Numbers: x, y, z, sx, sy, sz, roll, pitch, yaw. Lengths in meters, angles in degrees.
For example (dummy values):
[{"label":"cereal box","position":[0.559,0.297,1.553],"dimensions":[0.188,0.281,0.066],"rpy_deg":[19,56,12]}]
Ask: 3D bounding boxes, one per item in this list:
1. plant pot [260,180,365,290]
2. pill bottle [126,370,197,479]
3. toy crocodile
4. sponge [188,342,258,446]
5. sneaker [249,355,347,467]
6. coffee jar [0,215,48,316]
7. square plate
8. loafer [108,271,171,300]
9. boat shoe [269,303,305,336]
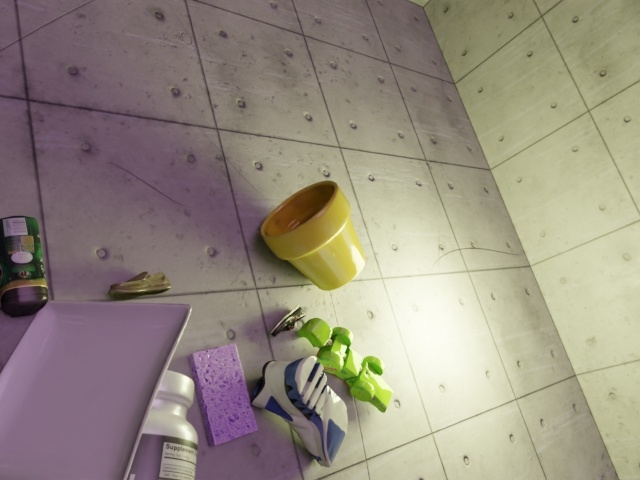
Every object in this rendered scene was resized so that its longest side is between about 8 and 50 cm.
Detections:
[{"label":"plant pot","position":[0.000,0.000,1.472],"dimensions":[0.239,0.254,0.254],"rpy_deg":[54,42,-23]},{"label":"pill bottle","position":[-0.332,0.432,0.940],"dimensions":[0.210,0.210,0.363],"rpy_deg":[20,53,-32]},{"label":"toy crocodile","position":[0.075,0.343,1.438],"dimensions":[0.340,0.105,0.115],"rpy_deg":[45,44,-18]},{"label":"sponge","position":[-0.224,0.349,1.211],"dimensions":[0.117,0.031,0.210],"rpy_deg":[-4,69,-42]},{"label":"sneaker","position":[-0.059,0.389,1.269],"dimensions":[0.127,0.182,0.316],"rpy_deg":[-52,132,-43]},{"label":"coffee jar","position":[-0.583,0.052,1.025],"dimensions":[0.079,0.096,0.185],"rpy_deg":[-3,69,-39]},{"label":"square plate","position":[-0.424,0.263,0.926],"dimensions":[0.049,0.343,0.347],"rpy_deg":[70,26,-48]},{"label":"loafer","position":[-0.408,0.099,1.183],"dimensions":[0.148,0.056,0.050],"rpy_deg":[-1,66,-52]},{"label":"boat shoe","position":[-0.085,0.217,1.396],"dimensions":[0.042,0.049,0.133],"rpy_deg":[49,39,4]}]
